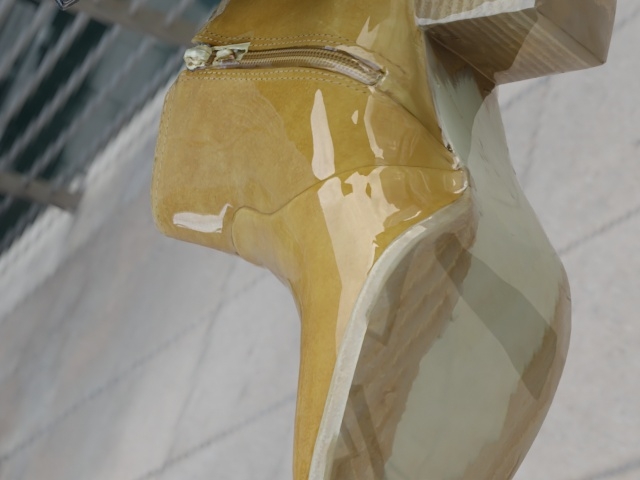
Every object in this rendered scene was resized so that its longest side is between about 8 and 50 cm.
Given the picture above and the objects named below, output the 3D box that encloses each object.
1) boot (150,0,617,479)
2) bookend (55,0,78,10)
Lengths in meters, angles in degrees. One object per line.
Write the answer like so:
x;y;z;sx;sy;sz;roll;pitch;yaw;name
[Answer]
0.000;-0.001;0.701;0.211;0.104;0.295;-5;58;46;boot
-0.069;-0.155;0.726;0.156;0.072;0.157;-31;18;5;bookend
